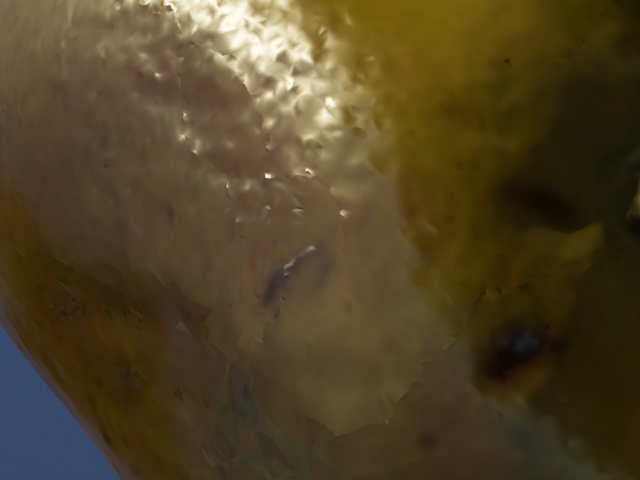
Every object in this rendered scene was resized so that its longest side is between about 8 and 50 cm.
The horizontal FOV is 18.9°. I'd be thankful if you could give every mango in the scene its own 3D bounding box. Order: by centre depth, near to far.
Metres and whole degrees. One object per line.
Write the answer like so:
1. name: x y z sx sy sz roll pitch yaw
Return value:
1. mango: 0.000 0.000 0.710 0.220 0.301 0.445 -27 -152 -29
